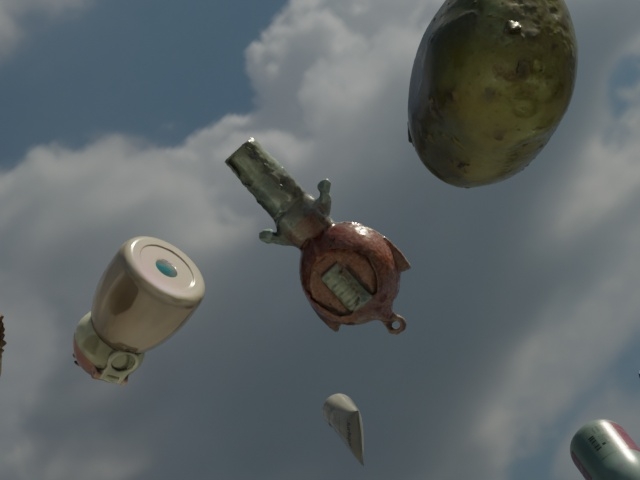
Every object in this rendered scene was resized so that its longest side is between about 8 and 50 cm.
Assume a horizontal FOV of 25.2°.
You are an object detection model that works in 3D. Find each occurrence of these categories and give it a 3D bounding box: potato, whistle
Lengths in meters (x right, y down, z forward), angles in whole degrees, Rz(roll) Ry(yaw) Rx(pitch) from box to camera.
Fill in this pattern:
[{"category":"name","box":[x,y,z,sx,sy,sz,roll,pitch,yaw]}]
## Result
[{"category":"potato","box":[0.187,-0.173,1.596,0.173,0.210,0.307,2,-27,-8]},{"category":"whistle","box":[0.000,0.000,2.013,0.142,0.346,0.134,-41,2,38]}]

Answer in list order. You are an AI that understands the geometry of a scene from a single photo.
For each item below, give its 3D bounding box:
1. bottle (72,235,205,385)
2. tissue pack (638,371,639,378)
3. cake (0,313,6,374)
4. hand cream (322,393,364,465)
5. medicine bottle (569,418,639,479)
[{"category":"bottle","box":[-0.293,0.120,2.187,0.148,0.147,0.236,2,-46,-49]},{"category":"tissue pack","box":[0.519,0.247,1.743,0.209,0.137,0.269,-25,-77,-16]},{"category":"cake","box":[-0.589,0.157,1.949,0.255,0.282,0.290,-60,-24,-47]},{"category":"hand cream","box":[0.043,0.287,2.258,0.054,0.186,0.087,-7,-80,-10]},{"category":"medicine bottle","box":[0.436,0.346,2.046,0.090,0.216,0.090,-6,-64,-12]}]
